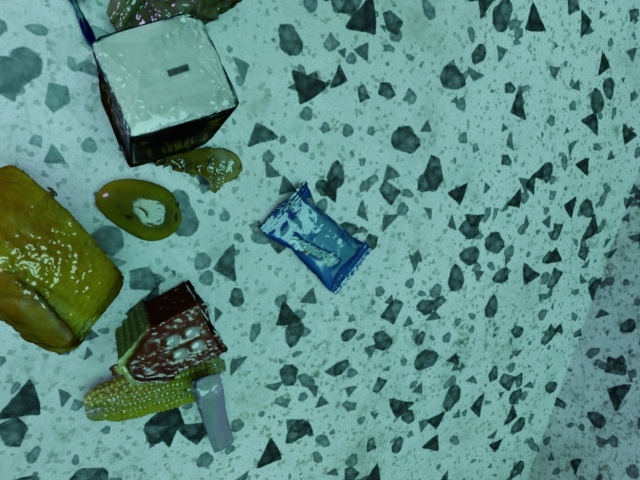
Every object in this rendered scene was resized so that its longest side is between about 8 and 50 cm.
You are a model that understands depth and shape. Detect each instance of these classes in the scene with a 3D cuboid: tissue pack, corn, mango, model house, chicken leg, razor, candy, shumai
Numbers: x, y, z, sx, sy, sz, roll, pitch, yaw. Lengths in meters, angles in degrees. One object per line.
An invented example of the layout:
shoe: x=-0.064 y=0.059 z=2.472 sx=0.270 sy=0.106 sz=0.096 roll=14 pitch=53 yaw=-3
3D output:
tissue pack: x=-0.315 y=-0.282 z=1.013 sx=0.210 sy=0.370 sz=0.198 roll=-20 pitch=97 yaw=-19
corn: x=-0.405 y=0.368 z=1.287 sx=0.346 sy=0.130 sz=0.130 roll=-14 pitch=109 yaw=-21
mango: x=-0.419 y=-0.072 z=1.187 sx=0.195 sy=0.098 sz=0.137 roll=14 pitch=100 yaw=-24
model house: x=-0.381 y=0.229 z=1.227 sx=0.254 sy=0.196 sz=0.160 roll=-24 pitch=112 yaw=-18
chicken leg: x=-0.294 y=-0.176 z=1.238 sx=0.207 sy=0.085 sz=0.101 roll=2 pitch=116 yaw=-18
razor: x=-0.513 y=-0.485 z=1.074 sx=0.044 sy=0.028 sz=0.155 roll=-27 pitch=113 yaw=-19
candy: x=0.000 y=0.000 z=1.432 sx=0.331 sy=0.077 sz=0.187 roll=42 pitch=90 yaw=-28
shumai: x=-0.336 y=-0.557 z=1.101 sx=0.346 sy=0.217 sz=0.283 roll=21 pitch=126 yaw=-16

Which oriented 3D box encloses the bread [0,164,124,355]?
bread: x=-0.565 y=0.042 z=0.994 sx=0.215 sy=0.398 sz=0.398 roll=-46 pitch=119 yaw=-23

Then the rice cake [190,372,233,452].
rice cake: x=-0.274 y=0.455 z=1.322 sx=0.072 sy=0.056 sz=0.365 roll=-22 pitch=140 yaw=-23
